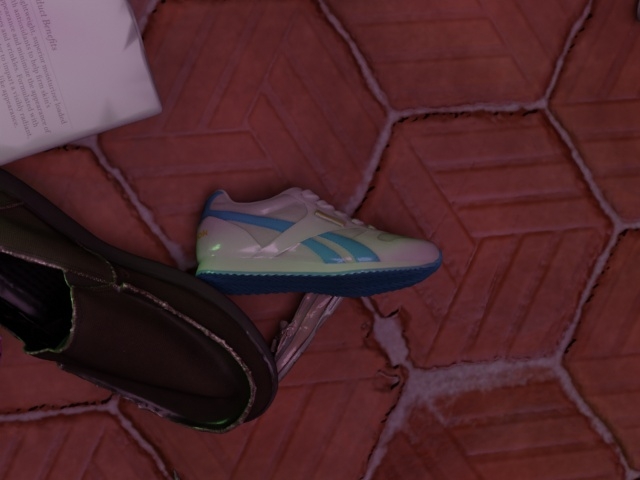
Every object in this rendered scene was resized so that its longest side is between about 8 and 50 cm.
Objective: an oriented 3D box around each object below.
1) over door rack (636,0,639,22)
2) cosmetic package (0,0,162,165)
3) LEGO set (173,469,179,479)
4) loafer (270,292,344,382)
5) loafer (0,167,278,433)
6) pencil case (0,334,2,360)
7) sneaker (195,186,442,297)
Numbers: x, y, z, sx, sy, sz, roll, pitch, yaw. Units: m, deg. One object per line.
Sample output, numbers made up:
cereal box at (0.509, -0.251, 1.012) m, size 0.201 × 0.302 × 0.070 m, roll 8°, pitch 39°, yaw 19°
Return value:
over door rack at (0.360, -0.356, 1.770) m, size 0.239 × 0.108 × 0.324 m, roll 15°, pitch 96°, yaw -15°
cosmetic package at (-0.251, -0.162, 1.644) m, size 0.184 × 0.151 × 0.151 m, roll -18°, pitch 104°, yaw -9°
LEGO set at (-0.151, 0.260, 1.803) m, size 0.054 × 0.023 × 0.083 m, roll 3°, pitch 99°, yaw -13°
loafer at (-0.019, 0.078, 1.797) m, size 0.039 × 0.045 × 0.125 m, roll 37°, pitch 83°, yaw 1°
loafer at (-0.209, 0.077, 1.689) m, size 0.366 × 0.130 × 0.134 m, roll 30°, pitch 121°, yaw -10°
pencil case at (-0.374, 0.078, 1.650) m, size 0.209 × 0.095 × 0.098 m, roll 22°, pitch 112°, yaw -45°
sneaker at (0.000, 0.000, 1.750) m, size 0.229 × 0.087 × 0.092 m, roll 3°, pitch 71°, yaw -7°
